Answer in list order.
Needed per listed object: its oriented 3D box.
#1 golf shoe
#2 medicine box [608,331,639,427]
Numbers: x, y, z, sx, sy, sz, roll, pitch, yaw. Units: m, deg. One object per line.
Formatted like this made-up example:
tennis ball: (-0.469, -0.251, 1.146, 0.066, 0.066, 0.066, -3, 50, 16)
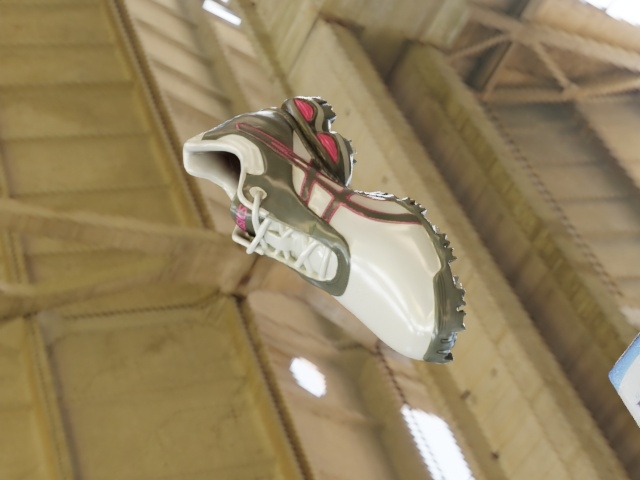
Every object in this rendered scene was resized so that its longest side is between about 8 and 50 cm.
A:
golf shoe: (0.000, 0.000, 0.875, 0.120, 0.105, 0.273, -12, -138, -30)
medicine box: (0.427, 0.179, 0.972, 0.263, 0.149, 0.289, 15, -148, -30)
